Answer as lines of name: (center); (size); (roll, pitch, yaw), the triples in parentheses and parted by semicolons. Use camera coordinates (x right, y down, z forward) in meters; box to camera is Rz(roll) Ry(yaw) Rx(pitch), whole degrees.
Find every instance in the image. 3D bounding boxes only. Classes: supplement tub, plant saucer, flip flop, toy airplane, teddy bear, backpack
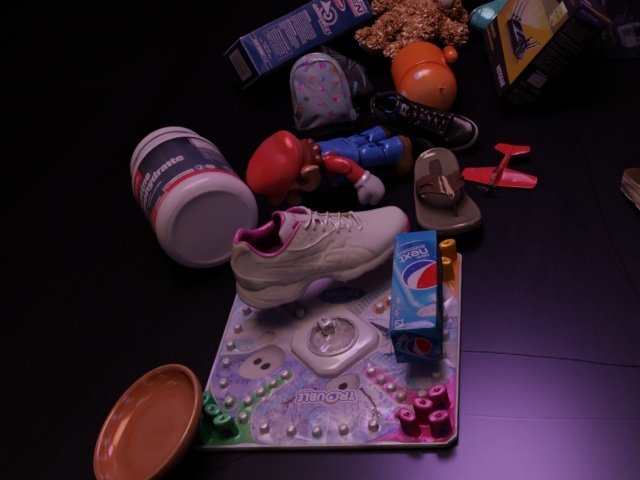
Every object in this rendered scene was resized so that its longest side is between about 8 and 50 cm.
supplement tub: (-0.248, -0.088, 1.511); (0.191, 0.191, 0.272); (-26, 39, -12)
plant saucer: (-0.242, 0.272, 1.141); (0.200, 0.037, 0.200); (-27, 38, 23)
flip flop: (0.220, -0.100, 1.437); (0.112, 0.080, 0.277); (-11, 38, 8)
toy airplane: (0.341, -0.137, 1.479); (0.151, 0.028, 0.151); (-12, 37, 9)
teddy bear: (0.233, -0.532, 1.920); (0.338, 0.113, 0.245); (-27, 48, -22)
backpack: (0.005, -0.307, 1.683); (0.152, 0.182, 0.115); (-12, 14, 1)

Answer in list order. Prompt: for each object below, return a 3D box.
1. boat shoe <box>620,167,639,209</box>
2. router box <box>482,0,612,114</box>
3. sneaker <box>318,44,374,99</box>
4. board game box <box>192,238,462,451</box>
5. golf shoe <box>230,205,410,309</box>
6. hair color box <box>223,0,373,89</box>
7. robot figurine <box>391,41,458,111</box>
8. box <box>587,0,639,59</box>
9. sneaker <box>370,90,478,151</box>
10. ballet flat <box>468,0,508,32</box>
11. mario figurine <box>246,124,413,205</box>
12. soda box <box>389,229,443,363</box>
boat shoe: (0.543, -0.059, 1.300); (0.056, 0.048, 0.153); (-12, 43, -14)
router box: (0.459, -0.444, 1.658); (0.081, 0.243, 0.309); (27, 36, -18)
sneaker: (0.049, -0.384, 1.869); (0.106, 0.101, 0.267); (5, 30, -15)
board game box: (0.018, 0.147, 1.232); (0.390, 0.050, 0.390); (-5, 39, 15)
golf shoe: (0.000, 0.000, 1.269); (0.306, 0.140, 0.115); (-23, 36, -10)
hair color box: (-0.056, -0.512, 1.983); (0.347, 0.105, 0.174); (-33, 10, -18)
robot figurine: (0.222, -0.345, 1.702); (0.158, 0.128, 0.219); (-14, 38, 6)
box: (0.647, -0.473, 1.676); (0.158, 0.156, 0.093); (2, 42, 23)
sneaker: (0.193, -0.235, 1.560); (0.217, 0.121, 0.079); (18, 88, 28)
ballet flat: (0.472, -0.566, 1.937); (0.247, 0.083, 0.087); (-35, 65, -21)
mario figurine: (0.008, -0.127, 1.519); (0.321, 0.170, 0.198); (-12, -4, -26)
soda box: (0.143, 0.079, 1.169); (0.067, 0.071, 0.210); (-7, 39, 13)
